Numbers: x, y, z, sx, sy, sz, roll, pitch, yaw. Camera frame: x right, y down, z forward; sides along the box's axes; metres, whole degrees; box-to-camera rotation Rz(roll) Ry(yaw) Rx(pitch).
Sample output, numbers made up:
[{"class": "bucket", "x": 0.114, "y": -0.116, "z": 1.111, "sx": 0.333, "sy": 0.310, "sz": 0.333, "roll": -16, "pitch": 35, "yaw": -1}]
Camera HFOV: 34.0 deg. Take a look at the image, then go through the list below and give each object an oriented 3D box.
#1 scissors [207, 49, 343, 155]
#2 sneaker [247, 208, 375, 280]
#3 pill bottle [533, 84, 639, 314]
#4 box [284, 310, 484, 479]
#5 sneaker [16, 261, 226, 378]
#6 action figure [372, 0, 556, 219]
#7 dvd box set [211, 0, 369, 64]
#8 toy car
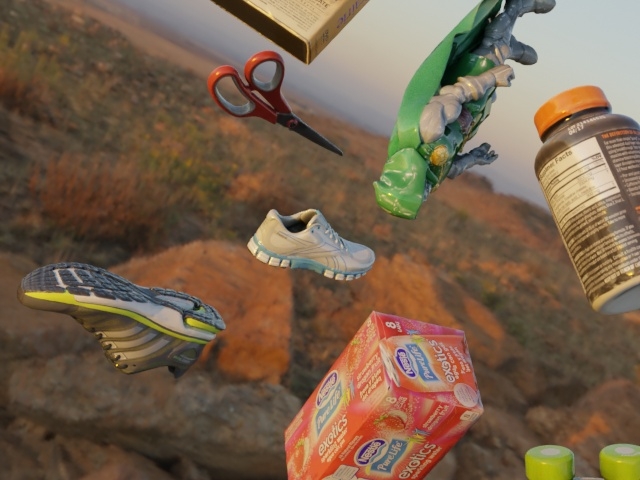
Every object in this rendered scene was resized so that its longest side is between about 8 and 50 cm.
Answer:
[{"class": "scissors", "x": -0.060, "y": -0.172, "z": 1.485, "sx": 0.021, "sy": 0.109, "sz": 0.297, "roll": 64, "pitch": 7, "yaw": 31}, {"class": "sneaker", "x": 0.000, "y": 0.000, "z": 1.444, "sx": 0.191, "sy": 0.083, "sz": 0.071, "roll": 9, "pitch": 29, "yaw": -29}, {"class": "pill bottle", "x": 0.322, "y": -0.052, "z": 1.173, "sx": 0.130, "sy": 0.130, "sz": 0.245, "roll": 17, "pitch": 50, "yaw": -53}, {"class": "box", "x": 0.067, "y": 0.215, "z": 1.241, "sx": 0.128, "sy": 0.257, "sz": 0.122, "roll": 14, "pitch": 41, "yaw": -22}, {"class": "sneaker", "x": -0.277, "y": 0.120, "z": 1.437, "sx": 0.300, "sy": 0.121, "sz": 0.111, "roll": 20, "pitch": 11, "yaw": -32}, {"class": "action figure", "x": 0.093, "y": -0.090, "z": 0.696, "sx": 0.063, "sy": 0.137, "sz": 0.232, "roll": 24, "pitch": 49, "yaw": 16}, {"class": "dvd box set", "x": -0.004, "y": -0.469, "z": 1.428, "sx": 0.307, "sy": 0.420, "sz": 0.062, "roll": 35, "pitch": -19, "yaw": 14}, {"class": "toy car", "x": 0.272, "y": 0.305, "z": 1.032, "sx": 0.149, "sy": 0.155, "sz": 0.188, "roll": -3, "pitch": 7, "yaw": 10}]
